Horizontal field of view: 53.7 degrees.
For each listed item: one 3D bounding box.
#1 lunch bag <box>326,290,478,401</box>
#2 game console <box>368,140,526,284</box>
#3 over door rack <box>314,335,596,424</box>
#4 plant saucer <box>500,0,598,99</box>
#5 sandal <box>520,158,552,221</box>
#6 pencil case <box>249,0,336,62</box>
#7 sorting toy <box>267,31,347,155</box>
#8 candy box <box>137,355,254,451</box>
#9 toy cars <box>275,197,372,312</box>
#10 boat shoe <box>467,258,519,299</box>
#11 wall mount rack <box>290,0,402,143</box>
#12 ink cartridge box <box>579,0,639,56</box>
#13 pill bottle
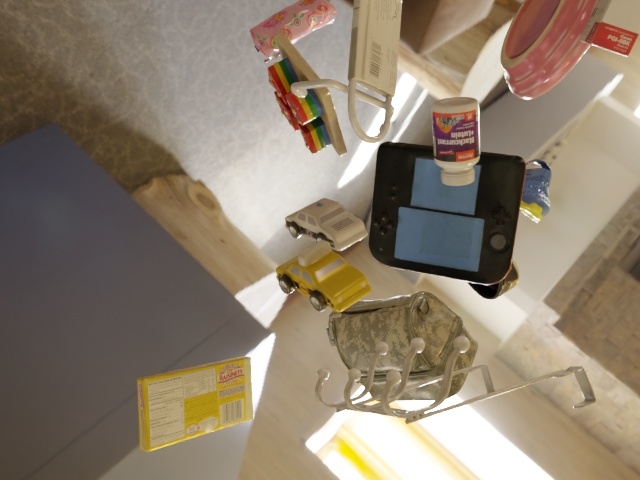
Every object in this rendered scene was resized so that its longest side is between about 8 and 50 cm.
[{"bbox_3d":[0.191,0.247,1.570,0.305,0.256,0.212,-15,-151,46],"label":"lunch bag"},{"bbox_3d":[0.321,-0.072,1.663,0.060,0.387,0.341,-35,131,-61],"label":"game console"},{"bbox_3d":[0.182,0.195,0.921,0.324,0.108,0.239,2,170,-22],"label":"over door rack"},{"bbox_3d":[0.503,-0.478,1.392,0.332,0.084,0.332,-66,-170,0],"label":"plant saucer"},{"bbox_3d":[0.612,-0.157,1.832,0.138,0.126,0.317,-49,-172,22],"label":"sandal"},{"bbox_3d":[-0.088,-0.692,2.030,0.284,0.124,0.124,-31,162,4],"label":"pencil case"},{"bbox_3d":[-0.051,-0.363,1.653,0.089,0.257,0.255,-31,149,-4],"label":"sorting toy"},{"bbox_3d":[-0.188,0.247,0.981,0.206,0.027,0.105,-1,86,-48],"label":"candy box"},{"bbox_3d":[0.000,0.000,1.204,0.393,0.177,0.087,-87,166,-62],"label":"toy cars"},{"bbox_3d":[0.461,-0.022,2.039,0.187,0.500,0.156,-30,-173,44],"label":"boat shoe"},{"bbox_3d":[0.083,-0.330,1.112,0.304,0.131,0.349,9,85,-50],"label":"wall mount rack"},{"bbox_3d":[0.418,-0.329,0.865,0.099,0.056,0.135,-57,167,-65],"label":"ink cartridge box"},{"bbox_3d":[0.320,-0.232,1.491,0.108,0.108,0.193,-32,123,-43],"label":"pill bottle"}]
